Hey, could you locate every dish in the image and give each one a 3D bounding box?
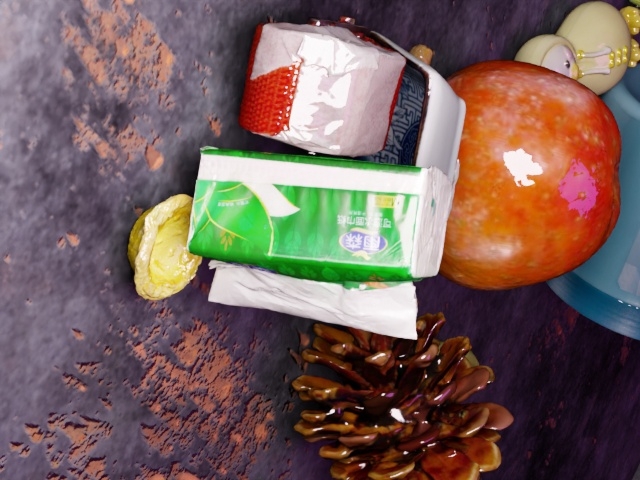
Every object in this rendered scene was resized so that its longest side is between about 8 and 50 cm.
[{"bbox_3d":[0.094,-0.086,1.192,0.080,0.182,0.243,-1,114,-20],"label":"dish"}]

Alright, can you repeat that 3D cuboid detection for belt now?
[{"bbox_3d":[0.005,-0.154,1.062,0.201,0.128,0.124,-14,120,-65],"label":"belt"}]

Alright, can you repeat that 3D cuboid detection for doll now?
[{"bbox_3d":[0.368,-0.259,1.600,0.296,0.117,0.141,-35,134,-44],"label":"doll"}]

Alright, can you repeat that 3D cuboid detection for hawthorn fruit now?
[{"bbox_3d":[0.228,-0.079,1.360,0.284,0.284,0.284,-37,138,-43],"label":"hawthorn fruit"}]

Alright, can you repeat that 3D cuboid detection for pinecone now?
[{"bbox_3d":[0.079,0.186,1.308,0.264,0.264,0.264,-37,138,-43],"label":"pinecone"}]

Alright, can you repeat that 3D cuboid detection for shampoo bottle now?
[{"bbox_3d":[0.554,-0.066,1.769,0.331,0.331,0.342,-28,140,-49],"label":"shampoo bottle"}]

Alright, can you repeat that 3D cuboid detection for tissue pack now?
[{"bbox_3d":[0.001,0.001,1.023,0.148,0.209,0.156,16,81,-76],"label":"tissue pack"}]

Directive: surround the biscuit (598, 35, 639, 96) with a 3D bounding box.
[{"bbox_3d":[0.471,-0.267,1.843,0.290,0.041,0.208,-21,125,-53],"label":"biscuit"}]

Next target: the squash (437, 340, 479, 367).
[{"bbox_3d":[0.159,0.188,1.597,0.250,0.083,0.083,-2,111,-62],"label":"squash"}]

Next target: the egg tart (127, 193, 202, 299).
[{"bbox_3d":[-0.143,0.004,1.014,0.105,0.039,0.105,-36,138,-42],"label":"egg tart"}]

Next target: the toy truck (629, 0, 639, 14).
[{"bbox_3d":[0.580,-0.428,1.885,0.169,0.077,0.100,-32,148,-51],"label":"toy truck"}]

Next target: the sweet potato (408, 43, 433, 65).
[{"bbox_3d":[0.087,-0.105,1.306,0.078,0.058,0.255,-62,161,-55],"label":"sweet potato"}]
